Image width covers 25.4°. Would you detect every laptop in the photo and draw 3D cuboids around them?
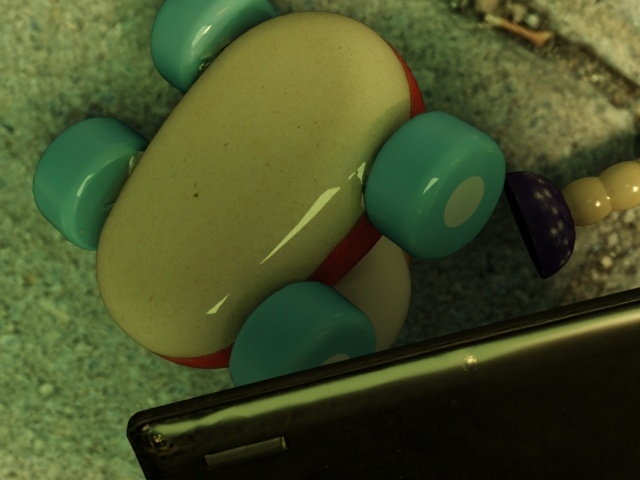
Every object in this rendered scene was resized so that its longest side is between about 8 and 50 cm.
[{"bbox_3d":[0.119,0.081,0.747,0.382,0.236,0.408,-14,137,-2],"label":"laptop"}]

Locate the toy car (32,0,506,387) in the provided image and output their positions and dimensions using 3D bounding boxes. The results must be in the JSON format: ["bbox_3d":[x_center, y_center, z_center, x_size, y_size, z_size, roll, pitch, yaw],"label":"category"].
[{"bbox_3d":[0.000,0.000,0.833,0.210,0.219,0.238,-52,147,-2],"label":"toy car"}]

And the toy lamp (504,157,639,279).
[{"bbox_3d":[0.251,-0.062,0.874,0.275,0.080,0.080,-21,113,2],"label":"toy lamp"}]
